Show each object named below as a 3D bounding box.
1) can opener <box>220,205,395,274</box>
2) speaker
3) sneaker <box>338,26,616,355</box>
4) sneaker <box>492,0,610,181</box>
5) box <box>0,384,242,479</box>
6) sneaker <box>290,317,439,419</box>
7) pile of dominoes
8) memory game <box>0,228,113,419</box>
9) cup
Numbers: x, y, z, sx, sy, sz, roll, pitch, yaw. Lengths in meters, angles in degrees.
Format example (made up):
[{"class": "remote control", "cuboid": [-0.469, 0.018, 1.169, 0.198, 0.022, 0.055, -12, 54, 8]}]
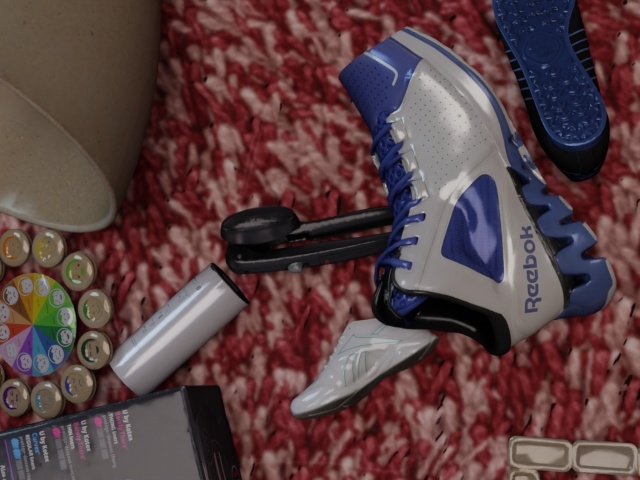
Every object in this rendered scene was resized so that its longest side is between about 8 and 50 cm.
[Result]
[{"class": "can opener", "cuboid": [0.000, 0.000, 1.245, 0.186, 0.073, 0.059, -3, 76, -3]}, {"class": "speaker", "cuboid": [-0.135, 0.085, 1.253, 0.136, 0.055, 0.055, -42, 82, 1]}, {"class": "sneaker", "cuboid": [0.100, -0.024, 1.173, 0.182, 0.127, 0.315, -35, 82, -20]}, {"class": "sneaker", "cuboid": [0.211, -0.162, 1.228, 0.081, 0.090, 0.232, -12, 62, 7]}, {"class": "box", "cuboid": [-0.217, 0.228, 1.194, 0.270, 0.165, 0.143, -15, 83, 6]}, {"class": "sneaker", "cuboid": [0.033, 0.113, 1.237, 0.152, 0.054, 0.061, -33, 73, -3]}, {"class": "pile of dominoes", "cuboid": [0.293, 0.283, 1.206, 0.251, 0.040, 0.196, 3, 86, 15]}, {"class": "memory game", "cuboid": [-0.275, 0.079, 1.263, 0.186, 0.012, 0.186, 1, 92, 24]}, {"class": "cup", "cuboid": [-0.273, -0.195, 1.188, 0.331, 0.331, 0.237, 24, 67, 8]}]
